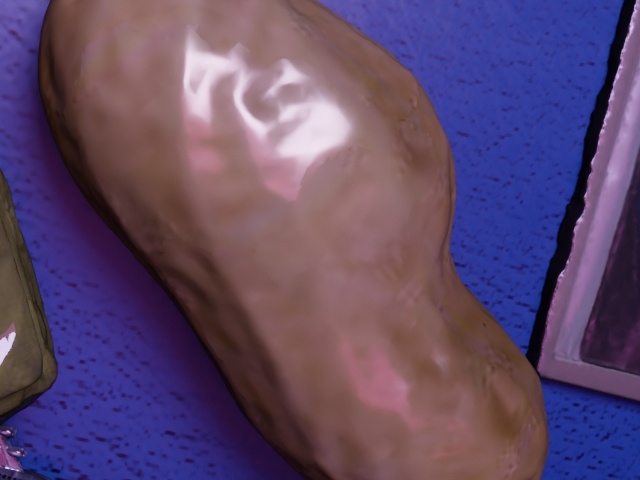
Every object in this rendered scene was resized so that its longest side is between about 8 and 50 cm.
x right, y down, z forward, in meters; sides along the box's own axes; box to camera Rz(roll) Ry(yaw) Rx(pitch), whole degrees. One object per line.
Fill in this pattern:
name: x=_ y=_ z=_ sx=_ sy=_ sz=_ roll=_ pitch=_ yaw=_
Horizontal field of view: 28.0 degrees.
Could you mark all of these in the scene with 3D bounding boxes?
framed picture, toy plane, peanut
framed picture: x=0.228 y=-0.033 z=0.681 sx=0.192 sy=0.018 sz=0.265 roll=14 pitch=94 yaw=-14
toy plane: x=-0.156 y=0.109 z=0.595 sx=0.083 sy=0.031 sz=0.079 roll=16 pitch=93 yaw=-15
peanut: x=0.000 y=0.000 z=0.565 sx=0.147 sy=0.147 sz=0.319 roll=-36 pitch=101 yaw=-7

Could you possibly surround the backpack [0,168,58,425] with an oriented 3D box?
backpack: x=-0.238 y=0.019 z=0.488 sx=0.253 sy=0.140 sz=0.207 roll=-24 pitch=104 yaw=-32
